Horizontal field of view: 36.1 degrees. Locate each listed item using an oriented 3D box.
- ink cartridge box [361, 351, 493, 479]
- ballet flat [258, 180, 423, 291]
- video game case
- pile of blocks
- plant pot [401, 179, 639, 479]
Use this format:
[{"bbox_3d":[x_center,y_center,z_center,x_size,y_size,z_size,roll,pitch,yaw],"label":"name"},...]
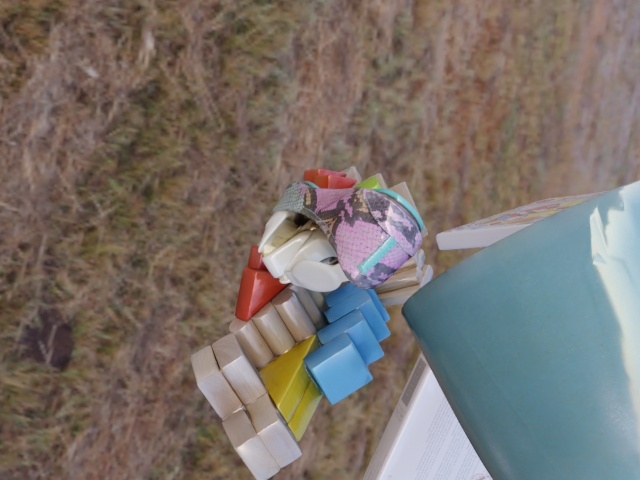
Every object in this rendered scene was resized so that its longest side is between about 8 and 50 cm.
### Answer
[{"bbox_3d":[0.222,0.355,1.570,0.296,0.261,0.066,-66,-164,8],"label":"ink cartridge box"},{"bbox_3d":[0.000,0.000,0.718,0.079,0.077,0.221,-44,-164,-12],"label":"ballet flat"},{"bbox_3d":[0.295,-0.030,1.260,0.206,0.227,0.026,-17,95,-32],"label":"video game case"},{"bbox_3d":[0.000,0.030,0.852,0.112,0.149,0.362,60,33,-29],"label":"pile of blocks"},{"bbox_3d":[0.238,0.107,0.732,0.235,0.293,0.293,69,12,14],"label":"plant pot"}]
